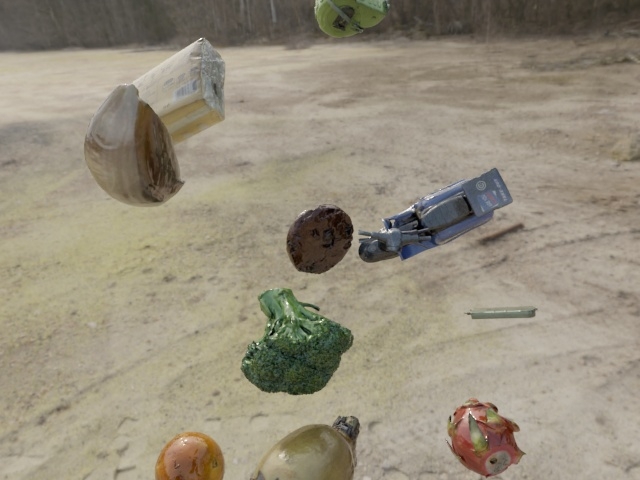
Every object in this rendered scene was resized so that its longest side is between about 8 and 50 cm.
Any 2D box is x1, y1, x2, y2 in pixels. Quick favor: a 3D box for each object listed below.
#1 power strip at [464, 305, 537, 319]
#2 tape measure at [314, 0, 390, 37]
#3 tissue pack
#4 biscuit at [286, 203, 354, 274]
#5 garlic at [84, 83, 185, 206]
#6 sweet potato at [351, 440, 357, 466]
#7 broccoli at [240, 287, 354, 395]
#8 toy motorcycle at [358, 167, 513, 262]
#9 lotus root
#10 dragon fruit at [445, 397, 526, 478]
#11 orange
[{"bbox_3d":[0.577,0.234,1.632,0.226,0.029,0.080,-6,1,25],"label":"power strip"},{"bbox_3d":[0.063,-0.599,1.317,0.177,0.088,0.154,14,-27,-31],"label":"tape measure"},{"bbox_3d":[-0.301,-0.290,1.051,0.222,0.090,0.186,-23,58,24],"label":"tissue pack"},{"bbox_3d":[0.000,0.000,1.232,0.191,0.192,0.049,-16,33,-25],"label":"biscuit"},{"bbox_3d":[-0.228,-0.094,0.633,0.086,0.196,0.101,27,70,16],"label":"garlic"},{"bbox_3d":[0.036,0.581,1.292,0.092,0.342,0.114,33,29,17],"label":"sweet potato"},{"bbox_3d":[-0.061,0.222,1.117,0.261,0.242,0.269,-20,-23,9],"label":"broccoli"},{"bbox_3d":[0.240,-0.041,1.154,0.358,0.125,0.212,-27,-7,13],"label":"toy motorcycle"},{"bbox_3d":[-0.012,0.463,1.027,0.182,0.183,0.309,12,20,31],"label":"lotus root"},{"bbox_3d":[0.504,0.609,1.589,0.223,0.224,0.227,-12,29,-18],"label":"dragon fruit"},{"bbox_3d":[-0.446,0.782,1.738,0.239,0.240,0.240,-3,23,1],"label":"orange"}]
